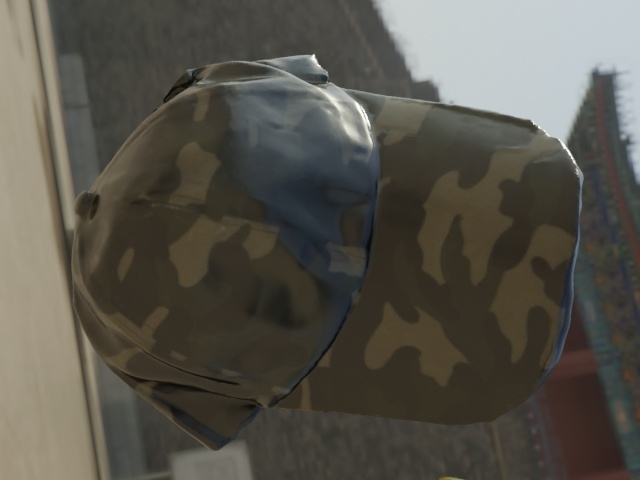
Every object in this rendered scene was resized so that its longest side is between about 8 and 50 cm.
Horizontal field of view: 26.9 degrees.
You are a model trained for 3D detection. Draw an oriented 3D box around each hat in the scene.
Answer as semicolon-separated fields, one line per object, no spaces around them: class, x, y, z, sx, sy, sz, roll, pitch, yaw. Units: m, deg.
hat;0.000;0.000;1.091;0.381;0.257;0.366;0;-99;47

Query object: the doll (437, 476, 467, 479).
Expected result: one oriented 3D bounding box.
doll;0.097;0.296;0.851;0.119;0.138;0.293;133;-31;-51
